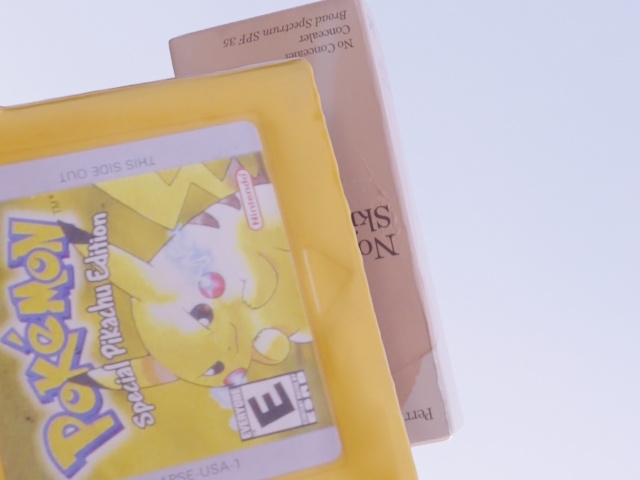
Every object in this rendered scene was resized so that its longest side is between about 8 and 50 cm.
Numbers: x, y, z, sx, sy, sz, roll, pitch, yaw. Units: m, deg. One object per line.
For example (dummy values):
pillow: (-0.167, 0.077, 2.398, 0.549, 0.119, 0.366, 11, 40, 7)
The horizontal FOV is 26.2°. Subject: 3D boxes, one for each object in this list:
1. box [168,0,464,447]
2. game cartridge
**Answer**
box: (0.000, 0.000, 0.979, 0.121, 0.148, 0.311, 30, 46, -80)
game cartridge: (-0.129, 0.053, 0.786, 0.052, 0.324, 0.285, 134, -57, -70)
